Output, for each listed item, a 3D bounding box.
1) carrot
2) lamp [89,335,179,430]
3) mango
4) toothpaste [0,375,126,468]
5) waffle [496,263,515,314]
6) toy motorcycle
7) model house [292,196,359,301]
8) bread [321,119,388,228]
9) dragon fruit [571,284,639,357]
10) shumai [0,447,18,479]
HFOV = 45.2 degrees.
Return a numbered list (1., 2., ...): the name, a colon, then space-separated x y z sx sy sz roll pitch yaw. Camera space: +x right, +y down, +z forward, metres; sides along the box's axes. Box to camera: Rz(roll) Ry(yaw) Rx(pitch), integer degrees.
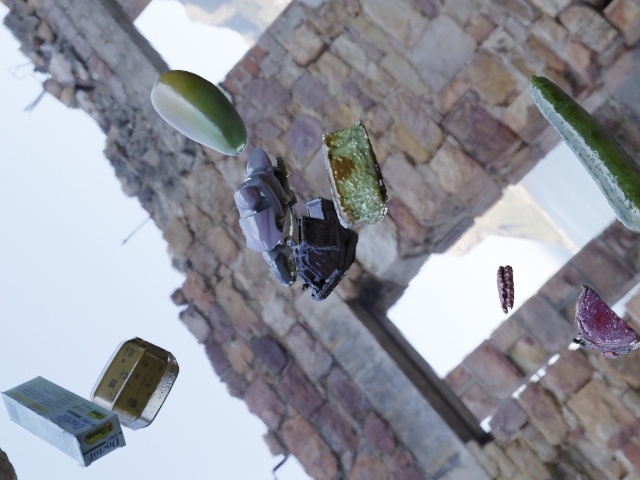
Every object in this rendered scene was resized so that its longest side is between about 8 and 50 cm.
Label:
1. carrot: 0.448 -0.158 1.275 0.074 0.074 0.358 30 -152 -52
2. lamp: -0.410 0.315 1.701 0.161 0.185 0.161 25 161 9
3. mango: -0.200 -0.214 1.287 0.195 0.092 0.130 42 159 11
4. toothpaste: -0.246 0.165 0.721 0.046 0.034 0.164 -24 -158 -40
5. waffle: 0.313 0.081 1.293 0.075 0.029 0.083 -52 -45 -62
6. toy motorcycle: -0.081 -0.048 1.155 0.152 0.073 0.225 52 -156 -48
7. model house: -0.006 0.001 1.675 0.164 0.141 0.203 41 -147 -22
8. bread: 0.045 -0.086 1.056 0.128 0.069 0.140 71 -177 -82
9. dragon fruit: 0.520 0.166 1.435 0.102 0.096 0.147 26 -158 -42
10. shumai: -0.590 0.406 1.231 0.201 0.201 0.120 44 -156 1
